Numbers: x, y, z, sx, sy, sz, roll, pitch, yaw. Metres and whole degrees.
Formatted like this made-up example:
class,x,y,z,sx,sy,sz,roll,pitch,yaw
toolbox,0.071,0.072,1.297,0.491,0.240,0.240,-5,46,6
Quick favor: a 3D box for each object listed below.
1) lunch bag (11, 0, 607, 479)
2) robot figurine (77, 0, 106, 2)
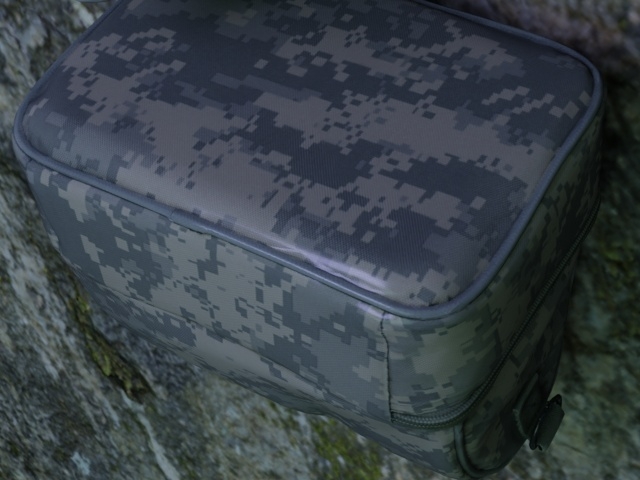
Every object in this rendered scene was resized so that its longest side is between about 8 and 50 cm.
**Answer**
class,x,y,z,sx,sy,sz,roll,pitch,yaw
lunch bag,0.000,0.000,0.690,0.305,0.212,0.256,22,146,24
robot figurine,-0.074,-0.250,0.506,0.200,0.353,0.300,49,149,39
